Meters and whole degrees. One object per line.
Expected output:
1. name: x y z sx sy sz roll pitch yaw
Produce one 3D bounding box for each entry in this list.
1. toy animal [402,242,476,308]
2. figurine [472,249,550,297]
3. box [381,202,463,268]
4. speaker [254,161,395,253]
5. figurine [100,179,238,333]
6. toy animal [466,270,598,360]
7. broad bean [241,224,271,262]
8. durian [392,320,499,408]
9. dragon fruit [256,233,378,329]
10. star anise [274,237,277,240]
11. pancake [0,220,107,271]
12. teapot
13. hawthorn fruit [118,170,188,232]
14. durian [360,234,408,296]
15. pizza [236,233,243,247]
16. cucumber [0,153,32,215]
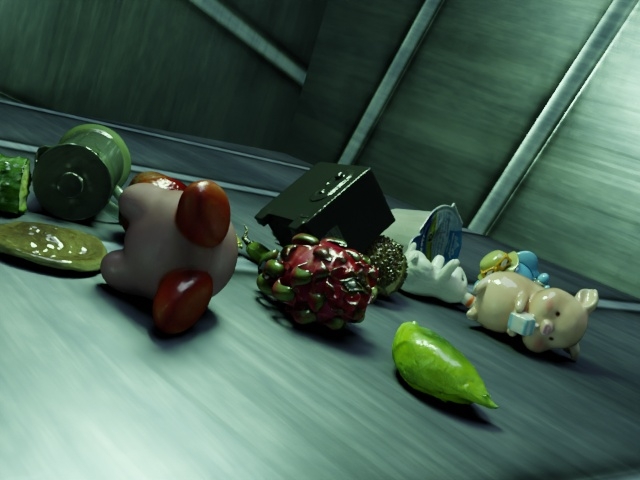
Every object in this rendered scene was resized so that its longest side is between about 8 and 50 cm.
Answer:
1. toy animal: 0.349 0.108 1.929 0.282 0.138 0.140 17 7 -7
2. figurine: 0.562 0.135 1.942 0.262 0.180 0.154 35 43 -6
3. box: 0.284 0.008 2.153 0.206 0.262 0.291 12 14 42
4. speaker: 0.006 -0.059 1.728 0.232 0.254 0.184 16 -39 55
5. figurine: -0.249 0.022 1.274 0.261 0.269 0.211 14 -1 43
6. toy animal: 0.540 0.181 1.750 0.256 0.195 0.213 30 25 36
7. broad bean: -0.107 0.058 1.702 0.067 0.075 0.325 -41 43 -22
8. durian: 0.217 0.230 1.273 0.139 0.101 0.250 11 13 -31
9. dragon fruit: -0.014 0.081 1.440 0.273 0.218 0.198 14 -26 5
10. star anise: 0.003 0.001 1.953 0.198 0.110 0.257 -14 19 -20
11. pancake: -0.528 0.007 1.353 0.242 0.050 0.242 16 13 -4
12. teapot: -0.579 -0.152 1.730 0.270 0.200 0.337 49 4 -18
13. hawthorn fruit: -0.356 -0.067 1.628 0.235 0.181 0.181 7 15 -25
14. durian: 0.136 0.052 1.780 0.196 0.167 0.196 57 -5 9
15. pizza: -0.303 -0.044 1.844 0.288 0.075 0.280 24 15 31
16. cucumber: -0.770 -0.139 1.515 0.244 0.134 0.134 11 13 -14
